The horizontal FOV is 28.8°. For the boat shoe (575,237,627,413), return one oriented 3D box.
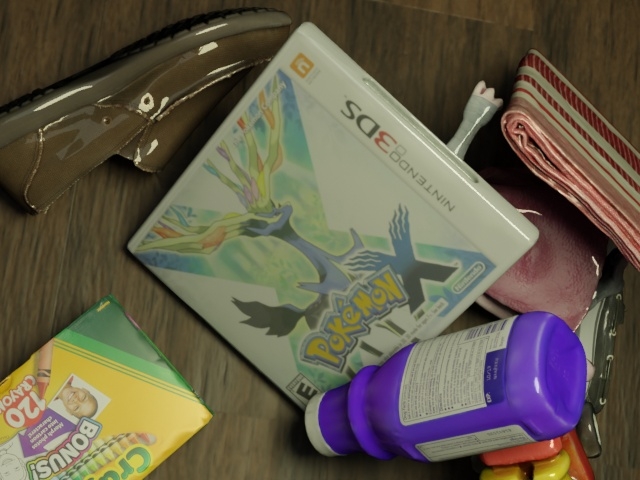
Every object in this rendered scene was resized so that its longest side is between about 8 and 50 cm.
[{"bbox_3d":[0.305,0.084,1.389,0.076,0.080,0.228,23,68,-29],"label":"boat shoe"}]

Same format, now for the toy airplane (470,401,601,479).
[{"bbox_3d":[0.226,0.351,1.198,0.384,0.272,0.386,35,95,15],"label":"toy airplane"}]

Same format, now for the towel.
[{"bbox_3d":[0.275,-0.077,1.253,0.237,0.329,0.037,45,112,-5],"label":"towel"}]

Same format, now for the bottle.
[{"bbox_3d":[0.110,0.150,1.179,0.092,0.283,0.118,45,43,-29],"label":"bottle"}]

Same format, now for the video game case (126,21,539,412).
[{"bbox_3d":[0.000,0.000,1.243,0.300,0.329,0.036,42,32,0],"label":"video game case"}]

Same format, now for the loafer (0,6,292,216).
[{"bbox_3d":[-0.188,-0.139,1.325,0.366,0.134,0.130,-26,107,-6],"label":"loafer"}]

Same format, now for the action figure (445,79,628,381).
[{"bbox_3d":[0.121,-0.027,1.323,0.370,0.248,0.275,11,91,-13],"label":"action figure"}]

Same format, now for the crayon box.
[{"bbox_3d":[-0.264,0.207,1.237,0.278,0.081,0.165,-41,87,-17],"label":"crayon box"}]
